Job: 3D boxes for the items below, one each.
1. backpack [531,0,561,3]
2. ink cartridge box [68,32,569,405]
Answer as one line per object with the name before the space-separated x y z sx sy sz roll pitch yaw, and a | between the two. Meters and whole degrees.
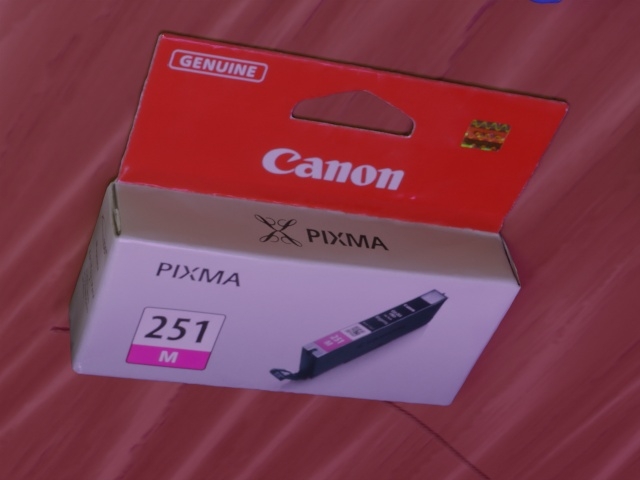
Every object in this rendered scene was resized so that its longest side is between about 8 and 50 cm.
backpack | 0.134 -0.179 0.759 0.120 0.098 0.101 -36 135 21
ink cartridge box | 0.000 0.000 0.937 0.275 0.060 0.239 7 134 -19
